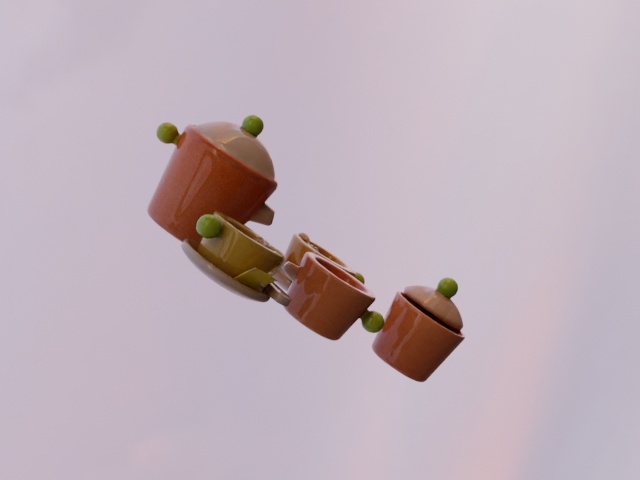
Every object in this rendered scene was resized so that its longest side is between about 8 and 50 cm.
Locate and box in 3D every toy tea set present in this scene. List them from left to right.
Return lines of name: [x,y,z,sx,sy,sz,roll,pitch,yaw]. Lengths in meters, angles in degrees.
toy tea set: [0.000,0.000,1.550,0.336,0.200,0.124,28,-82,-42]
